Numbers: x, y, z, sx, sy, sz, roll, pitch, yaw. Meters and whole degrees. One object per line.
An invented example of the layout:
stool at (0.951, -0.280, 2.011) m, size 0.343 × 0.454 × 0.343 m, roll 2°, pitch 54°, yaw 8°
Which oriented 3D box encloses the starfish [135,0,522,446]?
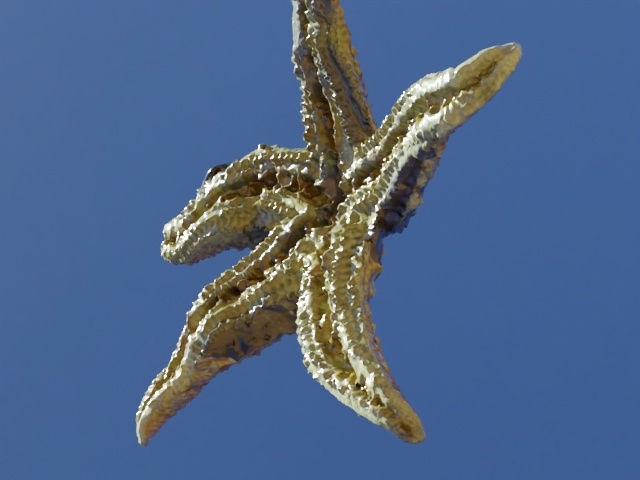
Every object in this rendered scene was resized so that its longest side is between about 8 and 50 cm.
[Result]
starfish at (0.000, 0.000, 0.641) m, size 0.053 × 0.208 × 0.176 m, roll 10°, pitch -136°, yaw -28°
